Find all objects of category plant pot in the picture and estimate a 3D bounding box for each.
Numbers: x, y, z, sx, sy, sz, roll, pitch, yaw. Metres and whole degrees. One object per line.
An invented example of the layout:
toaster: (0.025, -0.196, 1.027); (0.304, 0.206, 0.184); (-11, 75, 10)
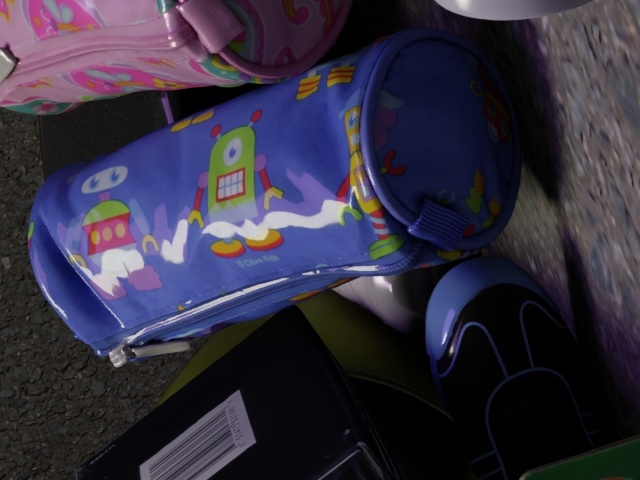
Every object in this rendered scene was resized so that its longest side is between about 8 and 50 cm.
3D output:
plant pot: (-0.002, 0.145, 1.320); (0.293, 0.274, 0.275); (-87, -15, -66)
plant pot: (-0.082, -0.127, 1.222); (0.188, 0.187, 0.167); (7, 116, 50)

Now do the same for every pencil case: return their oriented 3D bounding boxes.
pencil case: (-0.035, -0.015, 1.004); (0.306, 0.119, 0.133); (-19, 62, 43)
pencil case: (-0.104, -0.130, 1.011); (0.284, 0.124, 0.124); (-2, 107, 54)

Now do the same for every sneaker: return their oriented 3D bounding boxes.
sneaker: (0.000, 0.000, 1.275); (0.305, 0.152, 0.114); (-130, 26, -69)
sneaker: (0.121, 0.121, 0.943); (0.090, 0.081, 0.232); (-132, 19, -67)

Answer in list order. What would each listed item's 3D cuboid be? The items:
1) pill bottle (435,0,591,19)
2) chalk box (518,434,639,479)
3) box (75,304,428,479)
pill bottle: (0.059, -0.173, 0.620); (0.103, 0.103, 0.184); (-117, 13, -56)
chalk box: (0.128, 0.176, 0.784); (0.132, 0.132, 0.213); (-126, 21, -68)
box: (0.019, 0.228, 1.011); (0.294, 0.182, 0.296); (52, -179, -13)
